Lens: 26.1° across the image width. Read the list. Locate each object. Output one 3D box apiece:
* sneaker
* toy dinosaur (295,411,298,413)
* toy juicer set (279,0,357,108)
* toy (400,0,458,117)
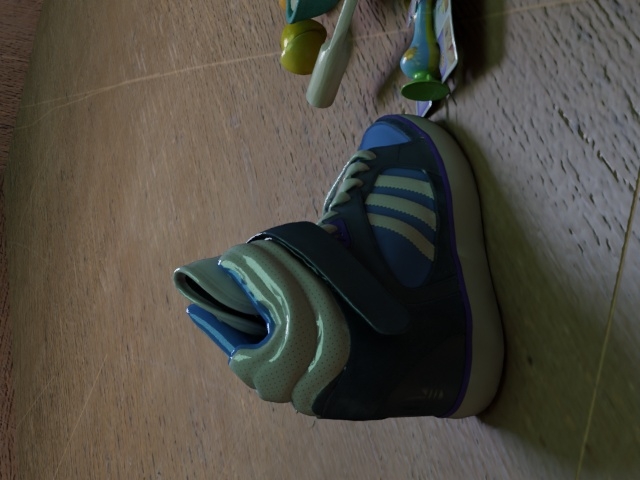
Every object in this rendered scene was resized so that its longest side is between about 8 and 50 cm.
[{"bbox_3d":[0.000,0.001,1.093,0.322,0.236,0.130,-101,28,-42],"label":"sneaker"},{"bbox_3d":[0.010,0.071,1.336,0.092,0.053,0.183,101,174,-56],"label":"toy dinosaur"},{"bbox_3d":[-0.019,-0.250,1.394,0.329,0.090,0.209,-96,17,-55],"label":"toy juicer set"},{"bbox_3d":[0.076,-0.236,1.212,0.137,0.056,0.237,118,148,-69],"label":"toy"}]
